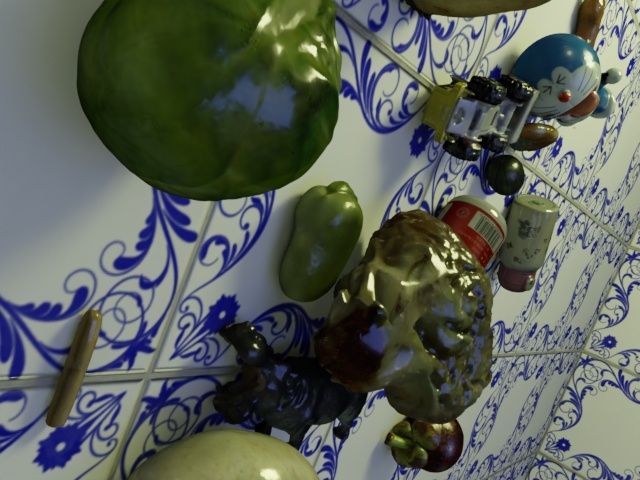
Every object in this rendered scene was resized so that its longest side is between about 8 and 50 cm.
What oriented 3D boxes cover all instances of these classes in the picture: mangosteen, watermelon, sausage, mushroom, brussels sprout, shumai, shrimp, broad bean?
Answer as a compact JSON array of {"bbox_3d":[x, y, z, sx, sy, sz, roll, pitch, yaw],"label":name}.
[{"bbox_3d":[0.237,0.456,1.438,0.181,0.146,0.156,-8,120,-51],"label":"mangosteen"},{"bbox_3d":[0.384,-0.134,1.325,0.078,0.078,0.110,-62,147,-4],"label":"watermelon"},{"bbox_3d":[-0.257,0.134,0.672,0.024,0.024,0.132,13,102,-56],"label":"sausage"},{"bbox_3d":[-0.104,0.382,0.810,0.315,0.356,0.315,0,90,-87],"label":"mushroom"},{"bbox_3d":[-0.081,-0.156,0.572,0.219,0.210,0.271,48,53,-32],"label":"brussels sprout"},{"bbox_3d":[0.136,0.125,0.951,0.283,0.217,0.346,-4,92,-69],"label":"shumai"},{"bbox_3d":[0.391,-0.211,1.296,0.166,0.161,0.049,1,92,-15],"label":"shrimp"},{"bbox_3d":[0.000,0.000,0.896,0.124,0.082,0.174,-12,130,-50],"label":"broad bean"}]

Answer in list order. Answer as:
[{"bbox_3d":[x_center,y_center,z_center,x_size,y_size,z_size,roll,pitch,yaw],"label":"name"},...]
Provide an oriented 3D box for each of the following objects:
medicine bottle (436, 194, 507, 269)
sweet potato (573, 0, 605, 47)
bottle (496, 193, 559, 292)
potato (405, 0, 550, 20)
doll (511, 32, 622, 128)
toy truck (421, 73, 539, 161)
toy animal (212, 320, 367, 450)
[{"bbox_3d":[0.233,0.041,1.182,0.250,0.131,0.131,-51,144,-19],"label":"medicine bottle"},{"bbox_3d":[0.586,-0.452,1.418,0.065,0.051,0.218,-27,132,-47],"label":"sweet potato"},{"bbox_3d":[0.487,0.014,1.529,0.110,0.110,0.233,-20,126,-46],"label":"bottle"},{"bbox_3d":[0.222,-0.407,0.800,0.242,0.242,0.285,-32,135,-39],"label":"potato"},{"bbox_3d":[0.479,-0.294,1.262,0.257,0.215,0.161,17,59,-45],"label":"doll"},{"bbox_3d":[0.276,-0.221,1.091,0.286,0.111,0.136,-15,133,-51],"label":"toy truck"},{"bbox_3d":[-0.044,0.230,0.954,0.343,0.106,0.168,28,88,-53],"label":"toy animal"}]
